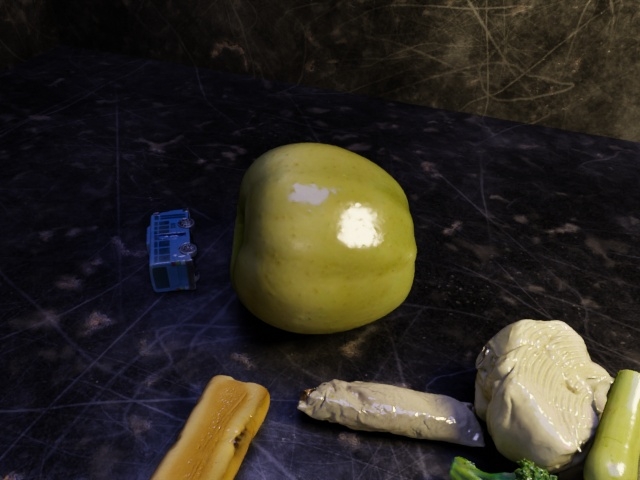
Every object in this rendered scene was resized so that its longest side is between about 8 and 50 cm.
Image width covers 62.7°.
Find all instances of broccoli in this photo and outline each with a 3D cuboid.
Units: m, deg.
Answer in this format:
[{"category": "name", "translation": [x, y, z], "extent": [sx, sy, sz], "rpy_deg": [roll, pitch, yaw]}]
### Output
[{"category": "broccoli", "translation": [0.319, 0.449, 0.926], "extent": [0.220, 0.194, 0.194], "rpy_deg": [11, 24, -47]}]

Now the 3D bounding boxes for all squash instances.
[{"category": "squash", "translation": [0.527, 0.347, 0.925], "extent": [0.083, 0.083, 0.250], "rpy_deg": [24, 54, 22]}]

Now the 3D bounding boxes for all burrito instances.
[{"category": "burrito", "translation": [0.149, 0.355, 1.105], "extent": [0.392, 0.076, 0.117], "rpy_deg": [9, 28, 1]}]

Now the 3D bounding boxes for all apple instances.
[{"category": "apple", "translation": [0.000, 0.000, 1.254], "extent": [0.474, 0.473, 0.473], "rpy_deg": [4, 37, -3]}]

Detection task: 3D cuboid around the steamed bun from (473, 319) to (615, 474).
[{"category": "steamed bun", "translation": [0.436, 0.323, 1.083], "extent": [0.275, 0.206, 0.320], "rpy_deg": [45, 44, 18]}]

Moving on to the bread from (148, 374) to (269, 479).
[{"category": "bread", "translation": [-0.204, 0.386, 0.990], "extent": [0.142, 0.091, 0.305], "rpy_deg": [9, 32, 14]}]

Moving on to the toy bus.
[{"category": "toy bus", "translation": [-0.402, 0.022, 1.428], "extent": [0.134, 0.116, 0.234], "rpy_deg": [-7, 41, -12]}]

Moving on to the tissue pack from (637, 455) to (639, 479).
[{"category": "tissue pack", "translation": [0.659, 0.516, 0.854], "extent": [0.332, 0.205, 0.405], "rpy_deg": [21, 39, 19]}]
